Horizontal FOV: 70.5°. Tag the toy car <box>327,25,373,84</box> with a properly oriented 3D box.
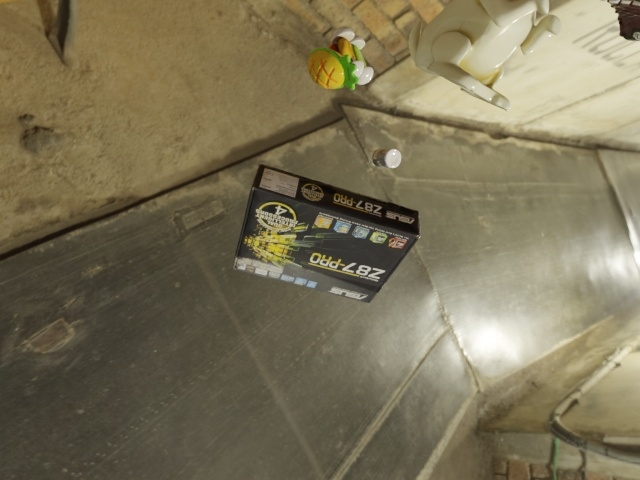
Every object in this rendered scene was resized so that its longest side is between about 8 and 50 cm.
[{"bbox_3d":[0.079,-0.581,1.466,0.182,0.136,0.159,-9,81,-61],"label":"toy car"}]

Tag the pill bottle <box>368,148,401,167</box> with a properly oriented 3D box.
[{"bbox_3d":[0.259,-0.336,1.850,0.078,0.137,0.078,-5,102,-26],"label":"pill bottle"}]

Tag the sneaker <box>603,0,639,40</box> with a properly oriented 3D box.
[{"bbox_3d":[0.650,-0.519,0.993,0.281,0.106,0.162,44,5,23],"label":"sneaker"}]

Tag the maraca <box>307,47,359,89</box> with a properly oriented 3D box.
[{"bbox_3d":[0.037,-0.504,1.336,0.099,0.186,0.127,-47,141,-23],"label":"maraca"}]

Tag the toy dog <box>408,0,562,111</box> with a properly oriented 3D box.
[{"bbox_3d":[0.467,-0.620,1.242,0.285,0.407,0.395,11,27,-36],"label":"toy dog"}]

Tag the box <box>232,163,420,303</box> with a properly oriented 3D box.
[{"bbox_3d":[0.000,0.000,1.129,0.395,0.318,0.097,16,51,-9],"label":"box"}]
